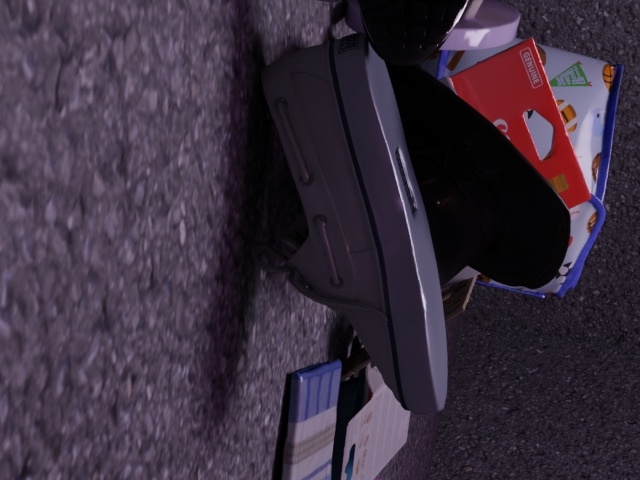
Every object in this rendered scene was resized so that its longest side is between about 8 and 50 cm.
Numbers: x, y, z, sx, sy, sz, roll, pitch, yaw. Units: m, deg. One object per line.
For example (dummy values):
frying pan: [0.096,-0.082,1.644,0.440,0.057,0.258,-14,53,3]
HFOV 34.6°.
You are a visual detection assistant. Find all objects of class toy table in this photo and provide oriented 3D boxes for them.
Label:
toy table: [0.151,-0.336,1.246,0.274,0.252,0.161,-31,138,-53]

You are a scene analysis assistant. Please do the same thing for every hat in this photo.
hat: [0.094,-0.036,1.091,0.134,0.331,0.331,-46,153,-23]

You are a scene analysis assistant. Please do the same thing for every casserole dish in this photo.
casserole dish: [0.039,0.290,1.563,0.114,0.037,0.188,-6,103,-78]

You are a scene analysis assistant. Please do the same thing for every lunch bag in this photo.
lunch bag: [0.277,-0.120,1.631,0.239,0.328,0.385,174,-72,-76]

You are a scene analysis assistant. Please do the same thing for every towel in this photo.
towel: [-0.022,0.296,1.290,0.209,0.034,0.285,4,92,-76]

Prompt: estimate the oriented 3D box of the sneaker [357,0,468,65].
sneaker: [0.086,-0.266,0.950,0.124,0.107,0.283,89,4,-66]

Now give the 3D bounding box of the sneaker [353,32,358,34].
sneaker: [0.051,-0.169,1.255,0.093,0.088,0.225,-61,164,-7]

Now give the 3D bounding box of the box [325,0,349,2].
box: [0.007,-0.355,0.953,0.175,0.051,0.220,36,63,-77]

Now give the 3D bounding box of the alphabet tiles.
alphabet tiles: [0.123,0.133,1.504,0.009,0.237,0.198,54,19,-3]

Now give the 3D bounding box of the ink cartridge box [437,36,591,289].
ink cartridge box: [0.230,-0.100,1.447,0.066,0.261,0.296,-100,163,-56]

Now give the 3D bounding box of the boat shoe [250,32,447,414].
boat shoe: [0.015,0.001,0.962,0.136,0.156,0.367,-62,138,-64]

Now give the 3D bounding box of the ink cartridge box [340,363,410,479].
ink cartridge box: [0.067,0.274,1.509,0.225,0.056,0.181,-34,136,-50]

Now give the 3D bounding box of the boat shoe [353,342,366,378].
boat shoe: [0.097,0.232,1.708,0.233,0.079,0.084,81,22,-50]

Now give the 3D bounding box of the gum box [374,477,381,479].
gum box: [0.071,0.496,1.784,0.188,0.062,0.107,82,20,-52]
